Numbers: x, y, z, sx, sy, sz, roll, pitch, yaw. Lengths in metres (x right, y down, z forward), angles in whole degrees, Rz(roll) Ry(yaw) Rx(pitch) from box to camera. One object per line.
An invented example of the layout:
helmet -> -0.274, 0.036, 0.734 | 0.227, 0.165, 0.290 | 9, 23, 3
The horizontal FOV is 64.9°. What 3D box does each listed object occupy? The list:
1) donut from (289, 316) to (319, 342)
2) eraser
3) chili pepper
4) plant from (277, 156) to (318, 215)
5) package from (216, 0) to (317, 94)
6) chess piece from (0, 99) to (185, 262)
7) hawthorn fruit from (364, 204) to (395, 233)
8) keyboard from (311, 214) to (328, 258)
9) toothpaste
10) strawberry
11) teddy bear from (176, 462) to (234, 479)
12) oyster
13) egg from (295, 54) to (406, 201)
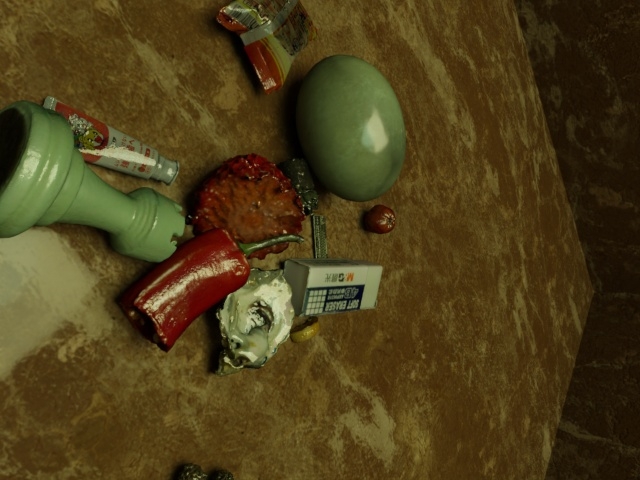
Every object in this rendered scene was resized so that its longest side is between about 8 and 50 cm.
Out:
donut -> -0.034, 0.216, 1.218 | 0.083, 0.067, 0.037 | -53, 124, -76
eraser -> 0.032, 0.112, 1.248 | 0.287, 0.086, 0.130 | 4, 97, -48
chili pepper -> -0.203, 0.047, 0.944 | 0.338, 0.131, 0.134 | -41, 113, -29
plant -> -0.057, -0.118, 1.175 | 0.094, 0.092, 0.143 | -5, 82, -55
package -> -0.102, -0.491, 1.141 | 0.223, 0.109, 0.288 | 51, 50, -35
chess piece -> -0.358, -0.061, 0.780 | 0.299, 0.195, 0.194 | 31, 64, -52
hawthorn fruit -> 0.164, -0.058, 1.419 | 0.093, 0.093, 0.093 | 5, 83, -48
keyboard -> 0.000, 0.000, 1.282 | 0.049, 0.015, 0.129 | -3, 90, -48
toothpaste -> -0.363, -0.158, 0.871 | 0.234, 0.057, 0.089 | 21, 73, -37
strawberry -> -0.148, -0.083, 1.039 | 0.234, 0.234, 0.178 | 52, 21, -32
teddy bear -> -0.231, 0.534, 0.899 | 0.182, 0.129, 0.251 | 42, 57, -35
oyster -> -0.142, 0.162, 1.062 | 0.223, 0.083, 0.214 | -8, 94, -48
egg -> 0.072, -0.265, 1.202 | 0.259, 0.259, 0.351 | -21, 99, -47
